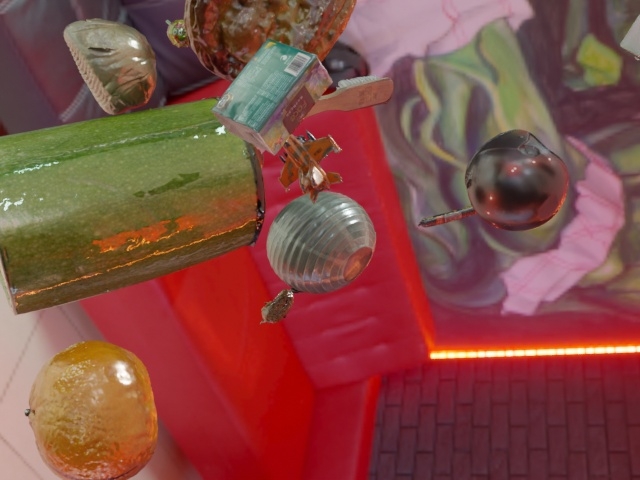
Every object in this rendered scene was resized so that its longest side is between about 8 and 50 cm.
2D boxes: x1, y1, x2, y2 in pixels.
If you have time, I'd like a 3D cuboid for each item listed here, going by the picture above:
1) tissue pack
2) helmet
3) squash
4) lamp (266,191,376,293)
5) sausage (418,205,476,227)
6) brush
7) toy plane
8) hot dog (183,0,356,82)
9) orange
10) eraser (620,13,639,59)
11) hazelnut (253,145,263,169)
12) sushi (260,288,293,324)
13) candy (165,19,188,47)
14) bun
[{"bbox_3d":[-0.051,-0.159,1.000,0.111,0.085,0.079,-54,144,-11],"label":"tissue pack"},{"bbox_3d":[0.410,-0.117,1.829,0.193,0.215,0.189,-67,165,-51],"label":"helmet"},{"bbox_3d":[-0.304,-0.057,1.306,0.263,0.384,0.263,46,-35,47],"label":"squash"},{"bbox_3d":[0.000,0.000,1.910,0.265,0.233,0.233,-32,122,-32],"label":"lamp"},{"bbox_3d":[0.324,-0.062,2.093,0.025,0.198,0.028,-120,-163,-48],"label":"sausage"},{"bbox_3d":[0.030,-0.336,2.040,0.327,0.065,0.070,-19,134,-32],"label":"brush"},{"bbox_3d":[-0.040,-0.154,1.436,0.062,0.135,0.188,-19,74,-55],"label":"toy plane"},{"bbox_3d":[-0.072,-0.445,1.456,0.388,0.266,0.174,-69,-164,-2],"label":"hot dog"},{"bbox_3d":[-0.296,0.226,1.130,0.193,0.161,0.193,168,-90,-74],"label":"orange"},{"bbox_3d":[0.726,-0.328,1.656,0.086,0.287,0.130,-61,-168,22],"label":"eraser"},{"bbox_3d":[-0.226,-0.205,2.117,0.170,0.201,0.161,-14,112,-28],"label":"hazelnut"},{"bbox_3d":[-0.110,0.172,2.222,0.062,0.118,0.060,60,-13,-11],"label":"sushi"},{"bbox_3d":[-0.325,-0.474,1.943,0.201,0.060,0.061,-130,-155,-61],"label":"candy"},{"bbox_3d":[-0.320,-0.283,1.372,0.173,0.113,0.167,43,-20,45],"label":"bun"}]
